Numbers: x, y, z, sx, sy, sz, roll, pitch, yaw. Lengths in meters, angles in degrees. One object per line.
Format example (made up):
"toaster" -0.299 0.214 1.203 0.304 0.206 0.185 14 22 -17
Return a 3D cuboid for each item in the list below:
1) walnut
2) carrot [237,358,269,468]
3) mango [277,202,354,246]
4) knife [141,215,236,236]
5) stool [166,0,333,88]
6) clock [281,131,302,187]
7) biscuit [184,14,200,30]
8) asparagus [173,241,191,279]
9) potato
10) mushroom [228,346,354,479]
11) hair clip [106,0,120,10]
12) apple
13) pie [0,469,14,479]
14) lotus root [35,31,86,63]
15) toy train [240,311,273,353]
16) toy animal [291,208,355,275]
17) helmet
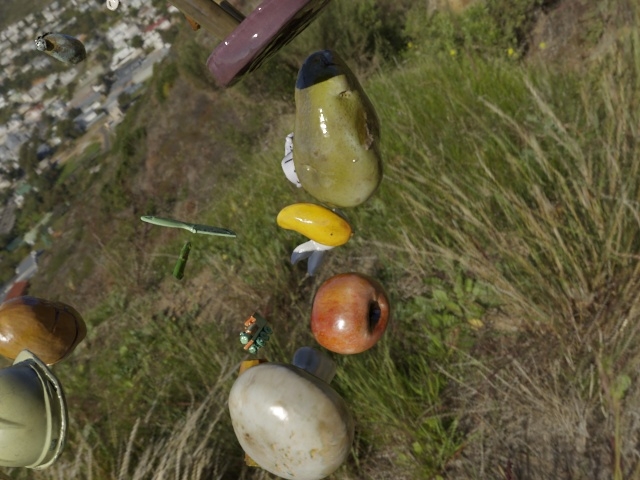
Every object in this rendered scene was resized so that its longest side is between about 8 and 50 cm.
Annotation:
"walnut" -0.818 0.263 1.656 0.203 0.297 0.203 -8 74 30
"carrot" -0.177 0.491 1.596 0.114 0.114 0.302 -16 71 28
"mango" -0.010 -0.042 1.348 0.190 0.098 0.075 19 35 4
"knife" -0.378 -0.039 1.634 0.020 0.292 0.043 -61 40 25
"stool" -0.117 -0.405 0.944 0.272 0.178 0.272 -39 13 11
"clock" -0.056 -0.214 1.445 0.080 0.117 0.176 -29 19 18
"biscuit" -0.382 -0.681 1.520 0.031 0.229 0.176 -26 17 4
"asparagus" -0.337 0.051 1.374 0.021 0.025 0.108 -22 46 40
"potato" 0.030 -0.237 1.228 0.202 0.351 0.218 -5 30 9
"mushroom" -0.037 0.297 1.014 0.243 0.244 0.244 -25 34 18
"hair clip" -0.500 -0.669 1.428 0.034 0.072 0.226 5 49 8
"apple" 0.080 0.214 1.661 0.253 0.254 0.254 -25 34 18
"pie" -0.762 0.586 1.123 0.340 0.339 0.083 -85 17 -50
"lotus root" -0.778 -0.580 1.680 0.088 0.165 0.088 1 92 33
"toy train" -0.263 0.372 2.227 0.074 0.118 0.176 -47 3 26
"toy animal" 0.003 -0.001 1.814 0.220 0.103 0.131 -43 27 19
"helmet" -0.589 0.318 1.032 0.257 0.137 0.204 22 99 38
